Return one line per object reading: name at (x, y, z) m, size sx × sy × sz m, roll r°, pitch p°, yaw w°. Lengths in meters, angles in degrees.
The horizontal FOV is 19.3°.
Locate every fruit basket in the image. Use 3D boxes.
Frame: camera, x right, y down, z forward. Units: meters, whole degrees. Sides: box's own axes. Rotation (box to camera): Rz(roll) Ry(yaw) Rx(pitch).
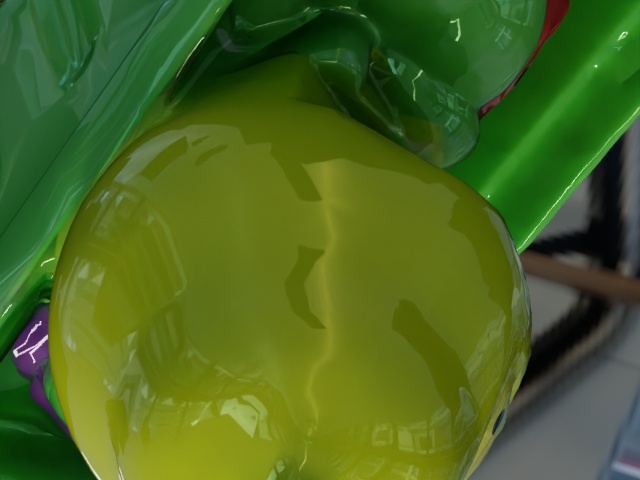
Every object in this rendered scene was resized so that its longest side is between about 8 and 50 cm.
fruit basket at (0.000, 0.000, 0.752) m, size 0.283 × 0.392 × 0.392 m, roll 12°, pitch -177°, yaw -44°

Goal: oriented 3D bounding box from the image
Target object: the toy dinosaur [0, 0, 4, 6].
toy dinosaur at (-0.138, -0.160, 1.124) m, size 0.121 × 0.313 × 0.160 m, roll 42°, pitch 162°, yaw 25°
